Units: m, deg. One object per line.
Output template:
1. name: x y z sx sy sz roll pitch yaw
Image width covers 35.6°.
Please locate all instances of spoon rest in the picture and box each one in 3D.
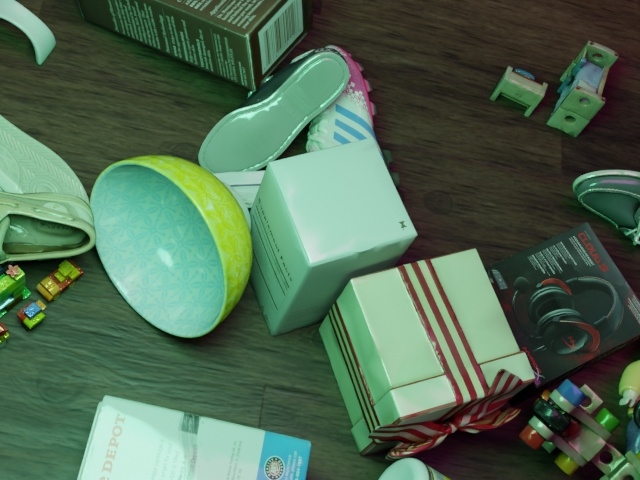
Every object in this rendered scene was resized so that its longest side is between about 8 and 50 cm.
1. spoon rest: -0.589 -0.402 1.709 0.276 0.084 0.137 26 61 -2

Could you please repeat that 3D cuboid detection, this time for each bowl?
1. bowl: -0.198 -0.013 1.526 0.289 0.289 0.156 47 46 10

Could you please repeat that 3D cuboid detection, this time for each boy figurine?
1. boy figurine: 0.572 0.268 1.669 0.177 0.092 0.285 30 63 -23

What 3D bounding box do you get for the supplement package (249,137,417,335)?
1. supplement package: 0.000 0.000 1.545 0.178 0.293 0.175 -15 70 -21

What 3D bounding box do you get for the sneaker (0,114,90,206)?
1. sneaker: -0.520 -0.102 1.572 0.350 0.148 0.131 45 36 -16

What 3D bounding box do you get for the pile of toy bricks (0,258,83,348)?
1. pile of toy bricks: -0.465 0.074 1.497 0.118 0.105 0.212 42 62 8

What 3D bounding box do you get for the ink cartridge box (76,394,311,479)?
1. ink cartridge box: -0.189 0.371 1.411 0.308 0.129 0.223 14 63 -7

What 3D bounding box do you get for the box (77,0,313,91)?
1. box: -0.223 -0.420 1.719 0.382 0.143 0.191 27 59 19

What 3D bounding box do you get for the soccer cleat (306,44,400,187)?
1. soccer cleat: 0.027 -0.198 1.747 0.143 0.116 0.331 -11 69 -20

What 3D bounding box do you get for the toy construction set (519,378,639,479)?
1. toy construction set: 0.414 0.359 1.544 0.258 0.237 0.308 18 89 6

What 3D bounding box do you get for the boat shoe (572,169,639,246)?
1. boat shoe: 0.609 -0.037 1.820 0.320 0.116 0.099 19 58 -10

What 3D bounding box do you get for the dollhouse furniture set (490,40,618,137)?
1. dollhouse furniture set: 0.446 -0.313 1.902 0.184 0.129 0.129 24 61 -2

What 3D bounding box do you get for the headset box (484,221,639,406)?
1. headset box: 0.403 0.116 1.695 0.293 0.110 0.218 -21 71 -22

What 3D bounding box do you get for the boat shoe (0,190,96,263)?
1. boat shoe: -0.480 -0.017 1.447 0.303 0.109 0.098 1 23 -19

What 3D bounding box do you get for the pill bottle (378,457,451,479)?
1. pill bottle: 0.184 0.416 1.467 0.215 0.117 0.117 35 59 -22

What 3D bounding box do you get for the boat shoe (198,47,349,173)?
1. boat shoe: -0.079 -0.217 1.706 0.303 0.091 0.114 -33 110 7

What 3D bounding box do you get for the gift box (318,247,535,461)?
1. gift box: 0.152 0.183 1.513 0.255 0.276 0.258 -15 71 -15

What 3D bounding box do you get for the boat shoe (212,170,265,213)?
1. boat shoe: -0.151 -0.065 1.657 0.268 0.096 0.088 -5 86 -17
